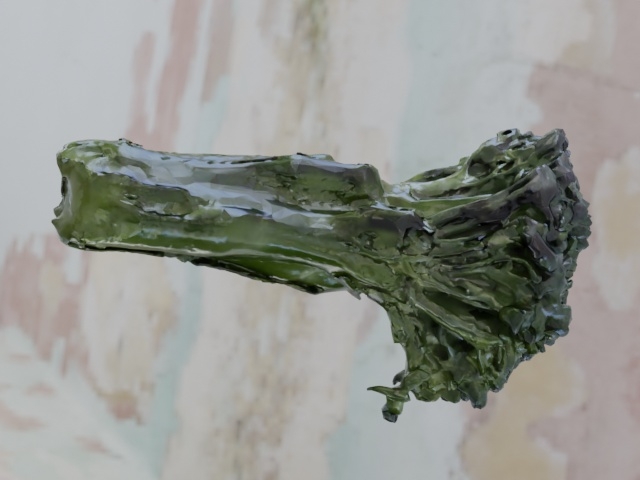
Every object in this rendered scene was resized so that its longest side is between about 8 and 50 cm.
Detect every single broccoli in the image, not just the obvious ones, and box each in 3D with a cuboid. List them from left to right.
[{"bbox_3d":[0.001,-0.008,0.946,0.165,0.304,0.145,-99,-158,-47],"label":"broccoli"}]
